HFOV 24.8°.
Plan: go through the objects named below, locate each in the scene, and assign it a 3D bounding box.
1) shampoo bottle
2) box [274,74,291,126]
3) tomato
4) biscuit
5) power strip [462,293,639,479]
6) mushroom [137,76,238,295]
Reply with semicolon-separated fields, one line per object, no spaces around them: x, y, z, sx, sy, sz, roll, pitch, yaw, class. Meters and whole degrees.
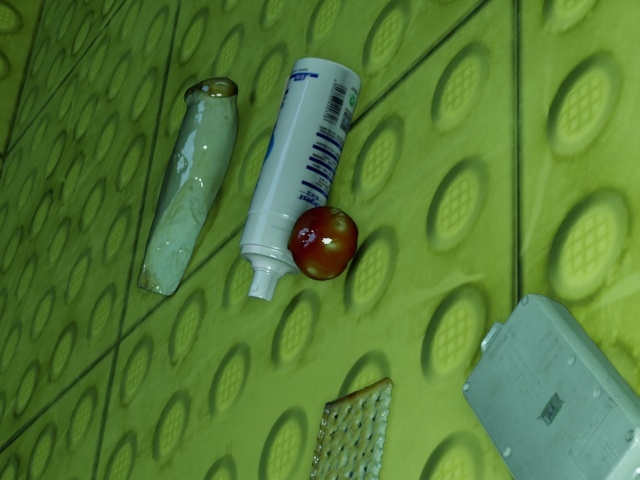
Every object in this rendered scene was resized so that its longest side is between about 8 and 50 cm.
-0.032;-0.070;1.788;0.092;0.092;0.303;-10;60;62;shampoo bottle
-0.037;-0.193;2.000;0.058;0.015;0.093;-26;45;54;box
0.000;0.000;1.678;0.087;0.075;0.087;-52;25;37;tomato
0.024;0.244;1.481;0.144;0.016;0.203;-33;40;52;biscuit
0.194;0.144;1.175;0.118;0.046;0.270;-57;24;14;power strip
-0.190;-0.082;2.145;0.107;0.087;0.333;-1;71;69;mushroom
